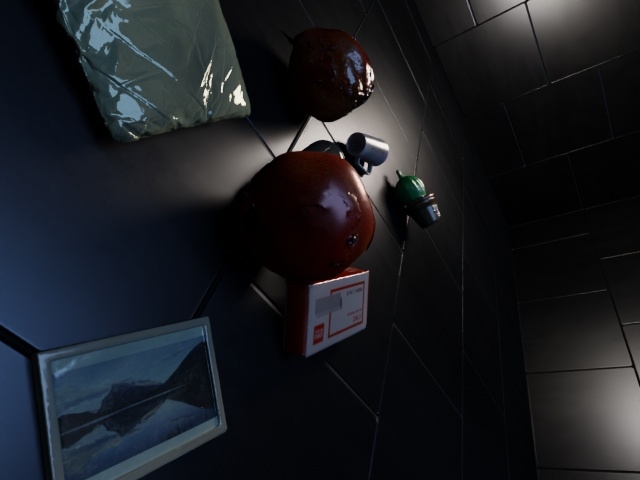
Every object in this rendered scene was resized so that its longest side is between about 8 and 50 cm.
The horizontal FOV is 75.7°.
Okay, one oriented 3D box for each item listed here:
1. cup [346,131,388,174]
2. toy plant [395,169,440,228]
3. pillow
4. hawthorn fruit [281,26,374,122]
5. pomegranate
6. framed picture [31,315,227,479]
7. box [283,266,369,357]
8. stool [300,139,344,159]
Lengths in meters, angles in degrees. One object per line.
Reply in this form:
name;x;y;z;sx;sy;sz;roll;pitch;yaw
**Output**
cup;0.121;-0.228;1.089;0.116;0.074;0.104;2;103;-54
toy plant;0.296;-0.135;1.283;0.200;0.105;0.143;61;23;2
pillow;-0.226;-0.288;0.557;0.274;0.076;0.280;-39;115;-53
hawthorn fruit;0.001;-0.368;0.876;0.235;0.181;0.181;45;37;-7
pomegranate;-0.020;-0.045;0.646;0.210;0.210;0.235;52;15;-31
framed picture;-0.191;0.172;0.450;0.203;0.015;0.150;0;76;-57
box;0.020;0.119;0.744;0.229;0.050;0.122;-3;98;-58
stool;-0.009;-0.142;0.811;0.110;0.096;0.096;-45;114;-51
